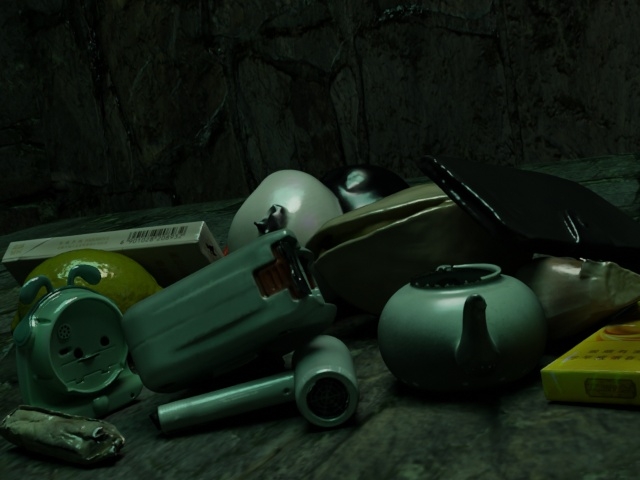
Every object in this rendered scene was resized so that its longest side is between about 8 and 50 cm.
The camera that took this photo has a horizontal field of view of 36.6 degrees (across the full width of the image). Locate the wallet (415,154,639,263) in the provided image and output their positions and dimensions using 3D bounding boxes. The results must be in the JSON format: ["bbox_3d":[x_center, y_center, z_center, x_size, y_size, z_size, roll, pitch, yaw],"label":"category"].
[{"bbox_3d":[0.299,-0.041,1.298,0.378,0.051,0.197,5,32,-44],"label":"wallet"}]

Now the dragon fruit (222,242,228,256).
[{"bbox_3d":[-0.118,0.021,1.902,0.274,0.126,0.161,-12,10,-26],"label":"dragon fruit"}]

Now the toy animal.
[{"bbox_3d":[0.000,0.000,1.553,0.310,0.251,0.251,-21,14,-40],"label":"toy animal"}]

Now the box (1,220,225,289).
[{"bbox_3d":[-0.319,0.069,1.593,0.365,0.204,0.051,-6,46,20],"label":"box"}]

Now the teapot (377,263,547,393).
[{"bbox_3d":[0.160,0.095,1.109,0.193,0.129,0.294,-8,9,1],"label":"teapot"}]

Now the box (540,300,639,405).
[{"bbox_3d":[0.366,0.115,1.041,0.152,0.043,0.269,-3,10,41],"label":"box"}]

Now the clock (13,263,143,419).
[{"bbox_3d":[-0.301,0.127,1.182,0.060,0.188,0.148,-2,13,42],"label":"clock"}]

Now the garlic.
[{"bbox_3d":[0.317,0.069,1.226,0.148,0.128,0.266,25,8,8],"label":"garlic"}]

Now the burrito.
[{"bbox_3d":[-0.284,0.215,1.068,0.188,0.045,0.058,1,44,39],"label":"burrito"}]

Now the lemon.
[{"bbox_3d":[-0.344,0.098,1.457,0.248,0.184,0.184,-9,8,-3],"label":"lemon"}]

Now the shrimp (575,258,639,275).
[{"bbox_3d":[0.462,0.045,1.401,0.169,0.058,0.296,-19,16,-38],"label":"shrimp"}]

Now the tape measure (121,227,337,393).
[{"bbox_3d":[-0.094,0.099,1.165,0.243,0.125,0.246,-26,-16,13],"label":"tape measure"}]

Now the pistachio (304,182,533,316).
[{"bbox_3d":[0.144,0.018,1.385,0.332,0.207,0.226,-4,-33,-2],"label":"pistachio"}]

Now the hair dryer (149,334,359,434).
[{"bbox_3d":[-0.076,0.171,1.067,0.236,0.073,0.131,-12,10,0],"label":"hair dryer"}]
